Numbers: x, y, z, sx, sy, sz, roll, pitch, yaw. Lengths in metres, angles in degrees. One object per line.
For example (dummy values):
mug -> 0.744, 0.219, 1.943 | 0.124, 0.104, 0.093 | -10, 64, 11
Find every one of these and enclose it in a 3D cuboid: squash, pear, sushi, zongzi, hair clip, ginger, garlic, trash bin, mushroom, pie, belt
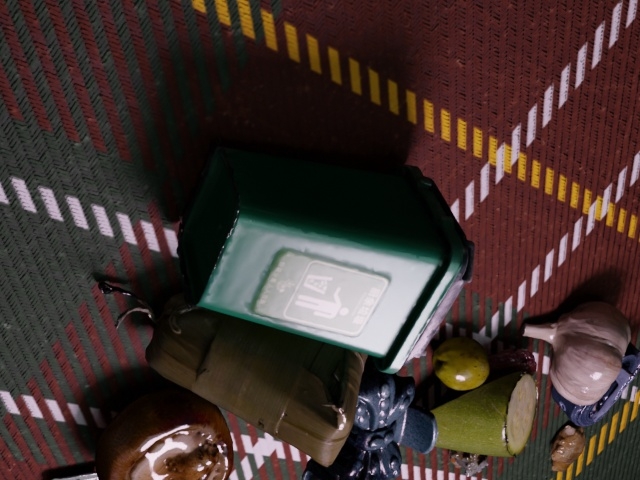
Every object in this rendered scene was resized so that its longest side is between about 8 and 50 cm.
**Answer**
squash -> 0.293, 0.338, 1.973 | 0.189, 0.260, 0.189 | -14, 107, -55
pear -> 0.279, 0.242, 1.893 | 0.131, 0.107, 0.107 | 14, 120, -33
sushi -> 0.334, 0.439, 2.107 | 0.097, 0.103, 0.226 | 5, 125, -11
zongzi -> -0.115, 0.128, 1.602 | 0.447, 0.418, 0.181 | 28, 130, 1
hair clip -> 0.082, 0.341, 1.789 | 0.206, 0.194, 0.310 | -8, 118, -38
ginger -> 0.591, 0.516, 2.336 | 0.096, 0.067, 0.165 | -27, 140, -37
garlic -> 0.516, 0.211, 1.983 | 0.212, 0.218, 0.219 | 23, 123, 5
trash bin -> 0.000, 0.000, 1.431 | 0.381, 0.295, 0.259 | 14, 121, -25
mushroom -> -0.268, 0.366, 1.667 | 0.253, 0.153, 0.253 | -12, 124, -18
pie -> 0.374, 0.270, 1.996 | 0.153, 0.038, 0.153 | -8, 145, -5
belt -> 0.610, 0.315, 2.124 | 0.122, 0.128, 0.218 | 9, 122, -34

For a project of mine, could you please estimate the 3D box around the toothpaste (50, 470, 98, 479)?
toothpaste -> -0.463, 0.570, 1.810 | 0.098, 0.061, 0.392 | -6, 127, -24

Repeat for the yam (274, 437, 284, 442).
yam -> -0.062, 0.294, 1.760 | 0.107, 0.107, 0.183 | -17, 135, -15
